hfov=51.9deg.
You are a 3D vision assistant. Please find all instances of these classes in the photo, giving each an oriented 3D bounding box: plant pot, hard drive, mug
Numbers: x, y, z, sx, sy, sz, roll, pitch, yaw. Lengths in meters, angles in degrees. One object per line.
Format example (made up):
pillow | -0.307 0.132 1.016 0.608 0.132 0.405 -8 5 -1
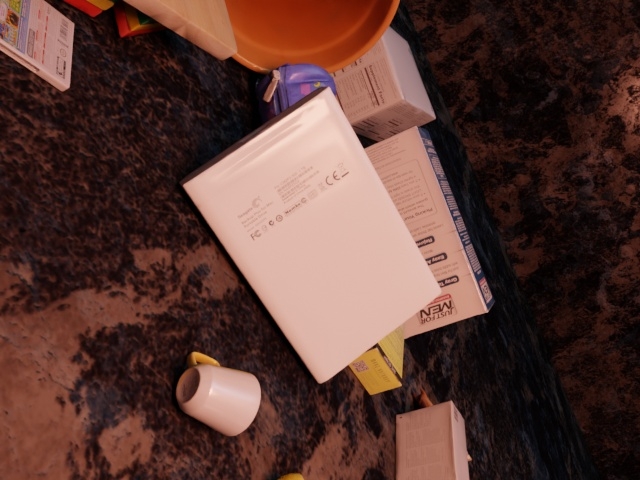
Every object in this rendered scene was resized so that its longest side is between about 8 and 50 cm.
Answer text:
plant pot | -0.042 -0.420 0.981 0.291 0.290 0.204 45 23 -43
hard drive | 0.000 0.000 0.804 0.308 0.203 0.040 58 -10 -22
mug | -0.105 0.144 0.623 0.064 0.078 0.062 34 72 -40

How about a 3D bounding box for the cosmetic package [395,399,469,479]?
cosmetic package | 0.164 0.356 0.959 0.060 0.098 0.239 57 26 -31

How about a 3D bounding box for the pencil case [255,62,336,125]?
pencil case | -0.025 -0.122 0.938 0.133 0.119 0.306 37 38 -50

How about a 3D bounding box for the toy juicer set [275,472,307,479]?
toy juicer set | -0.013 0.322 0.608 0.329 0.089 0.209 28 45 -56

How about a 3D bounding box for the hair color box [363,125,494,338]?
hair color box | 0.170 -0.014 1.204 0.105 0.173 0.347 -10 80 -68

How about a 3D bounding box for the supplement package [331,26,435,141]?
supplement package | 0.123 -0.347 1.436 0.262 0.145 0.204 -2 72 -67

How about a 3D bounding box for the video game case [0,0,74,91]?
video game case | -0.276 -0.201 0.594 0.122 0.011 0.087 36 39 -52

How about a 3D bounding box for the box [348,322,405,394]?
box | 0.093 0.129 1.057 0.087 0.058 0.232 56 26 -27

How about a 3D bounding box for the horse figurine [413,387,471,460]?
horse figurine | 0.215 0.392 1.083 0.263 0.066 0.174 -82 148 -54

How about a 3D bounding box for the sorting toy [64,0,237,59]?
sorting toy | -0.225 -0.343 0.733 0.255 0.089 0.257 14 56 -63
